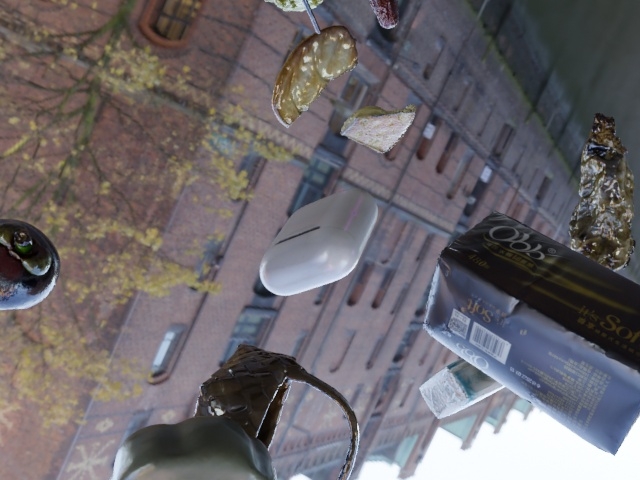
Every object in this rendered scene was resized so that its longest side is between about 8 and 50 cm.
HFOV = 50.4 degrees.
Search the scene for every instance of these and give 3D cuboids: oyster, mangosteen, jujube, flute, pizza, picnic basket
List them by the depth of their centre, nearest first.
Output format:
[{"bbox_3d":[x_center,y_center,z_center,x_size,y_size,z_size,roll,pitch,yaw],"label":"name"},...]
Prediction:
[{"bbox_3d":[-0.079,0.378,1.340,0.337,0.292,0.337,16,-168,-3],"label":"picnic basket"},{"bbox_3d":[0.577,-0.097,1.405,0.129,0.344,0.079,1,179,39],"label":"oyster"},{"bbox_3d":[-0.050,-0.545,1.436,0.014,0.014,0.269,28,160,38],"label":"flute"},{"bbox_3d":[-0.690,0.043,1.499,0.216,0.216,0.216,24,-176,-2],"label":"mangosteen"},{"bbox_3d":[0.168,-0.618,1.780,0.077,0.129,0.077,-11,171,-2],"label":"jujube"},{"bbox_3d":[0.176,-0.356,1.996,0.188,0.080,0.204,14,145,-29],"label":"pizza"}]

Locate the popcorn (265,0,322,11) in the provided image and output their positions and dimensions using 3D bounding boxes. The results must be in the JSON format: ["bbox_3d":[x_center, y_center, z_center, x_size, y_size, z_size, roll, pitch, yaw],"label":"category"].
[{"bbox_3d":[-0.068,-0.736,1.832,0.259,0.212,0.259,46,-156,-28],"label":"popcorn"}]

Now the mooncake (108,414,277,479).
[{"bbox_3d":[-0.193,0.383,1.017,0.275,0.274,0.135,23,-163,-24],"label":"mooncake"}]

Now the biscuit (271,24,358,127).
[{"bbox_3d":[-0.023,-0.440,1.762,0.045,0.299,0.154,27,157,52],"label":"biscuit"}]

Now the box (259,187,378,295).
[{"bbox_3d":[-0.001,-0.001,1.825,0.141,0.289,0.349,58,-147,-21],"label":"box"}]

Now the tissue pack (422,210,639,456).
[{"bbox_3d":[0.357,0.137,1.087,0.370,0.210,0.198,33,-128,28],"label":"tissue pack"}]

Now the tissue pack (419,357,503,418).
[{"bbox_3d":[0.437,0.382,1.911,0.271,0.201,0.124,-20,-107,-28],"label":"tissue pack"}]
